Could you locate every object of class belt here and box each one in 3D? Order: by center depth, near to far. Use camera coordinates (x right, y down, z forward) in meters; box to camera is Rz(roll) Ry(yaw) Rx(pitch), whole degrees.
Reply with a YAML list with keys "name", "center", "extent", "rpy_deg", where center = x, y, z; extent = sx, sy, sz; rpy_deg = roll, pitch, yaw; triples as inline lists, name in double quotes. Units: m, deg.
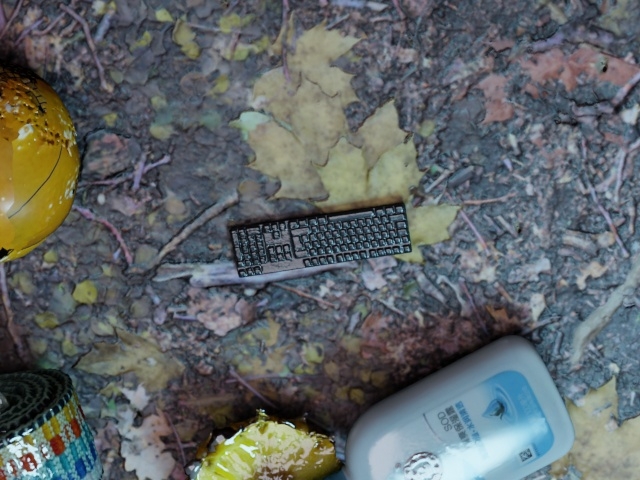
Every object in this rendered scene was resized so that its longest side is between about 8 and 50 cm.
- name: "belt"
  center: [-0.404, 0.239, 1.648]
  extent: [0.295, 0.207, 0.160]
  rpy_deg: [-7, 111, 22]

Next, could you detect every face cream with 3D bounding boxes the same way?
- name: "face cream"
  center: [0.116, 0.244, 1.633]
  extent: [0.337, 0.080, 0.163]
  rpy_deg: [-27, 104, -3]

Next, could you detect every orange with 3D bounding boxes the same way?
- name: "orange"
  center: [-0.376, -0.084, 1.560]
  extent: [0.234, 0.182, 0.234]
  rpy_deg: [-2, 108, -7]

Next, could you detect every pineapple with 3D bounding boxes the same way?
- name: "pineapple"
  center: [-0.063, 0.289, 1.697]
  extent: [0.225, 0.076, 0.225]
  rpy_deg: [-1, 107, -4]

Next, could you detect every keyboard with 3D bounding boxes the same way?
- name: "keyboard"
  center: [0.000, 0.000, 1.637]
  extent: [0.204, 0.013, 0.061]
  rpy_deg: [-8, 106, 7]
